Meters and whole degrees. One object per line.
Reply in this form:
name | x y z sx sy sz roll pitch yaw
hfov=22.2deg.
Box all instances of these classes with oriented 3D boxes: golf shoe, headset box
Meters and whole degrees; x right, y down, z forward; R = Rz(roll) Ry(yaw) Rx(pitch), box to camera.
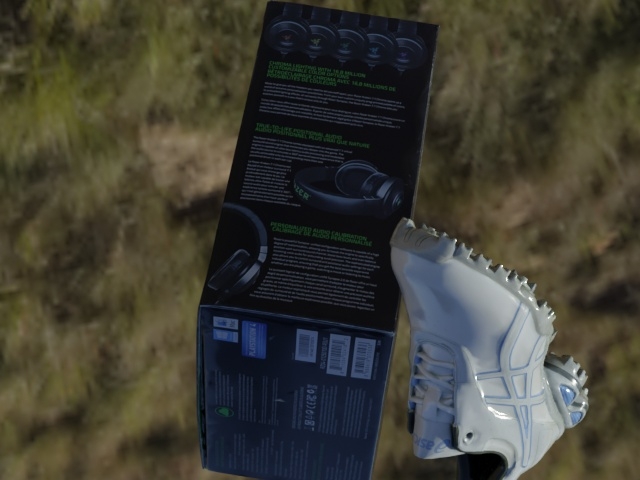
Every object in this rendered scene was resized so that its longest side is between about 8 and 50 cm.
golf shoe | 0.070 0.063 0.766 0.086 0.069 0.176 -52 135 -16
headset box | 0.000 0.000 1.190 0.131 0.283 0.246 9 147 2
